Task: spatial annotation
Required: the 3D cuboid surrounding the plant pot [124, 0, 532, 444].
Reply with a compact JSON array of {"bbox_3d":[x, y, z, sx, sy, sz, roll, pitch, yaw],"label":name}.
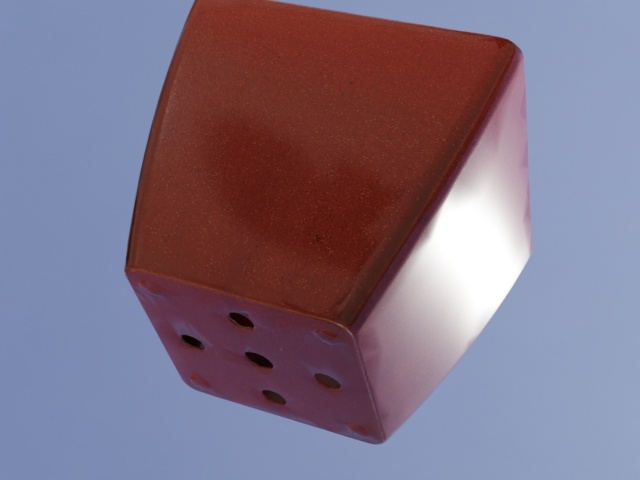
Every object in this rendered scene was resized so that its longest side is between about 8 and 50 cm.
[{"bbox_3d":[0.000,0.000,0.915,0.267,0.267,0.235,13,-122,21],"label":"plant pot"}]
